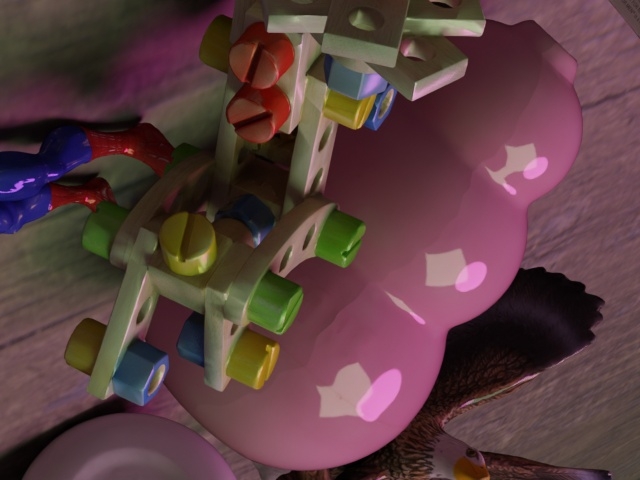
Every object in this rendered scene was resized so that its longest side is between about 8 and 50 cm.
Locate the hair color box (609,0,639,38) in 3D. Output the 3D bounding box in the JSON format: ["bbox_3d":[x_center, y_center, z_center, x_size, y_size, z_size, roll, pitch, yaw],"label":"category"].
[{"bbox_3d":[0.349,-0.239,1.264,0.105,0.174,0.347,-6,145,-53],"label":"hair color box"}]

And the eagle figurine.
[{"bbox_3d":[0.102,0.168,1.702,0.298,0.225,0.226,-12,140,-32],"label":"eagle figurine"}]

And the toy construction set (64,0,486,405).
[{"bbox_3d":[-0.024,-0.068,1.013,0.215,0.151,0.328,-52,176,-43],"label":"toy construction set"}]

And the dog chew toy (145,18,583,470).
[{"bbox_3d":[0.039,-0.008,1.281,0.332,0.206,0.206,-46,157,9],"label":"dog chew toy"}]

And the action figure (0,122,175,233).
[{"bbox_3d":[-0.176,0.003,1.064,0.280,0.139,0.091,-3,142,-50],"label":"action figure"}]

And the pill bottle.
[{"bbox_3d":[-0.162,0.280,1.614,0.181,0.181,0.323,-27,158,-21],"label":"pill bottle"}]
